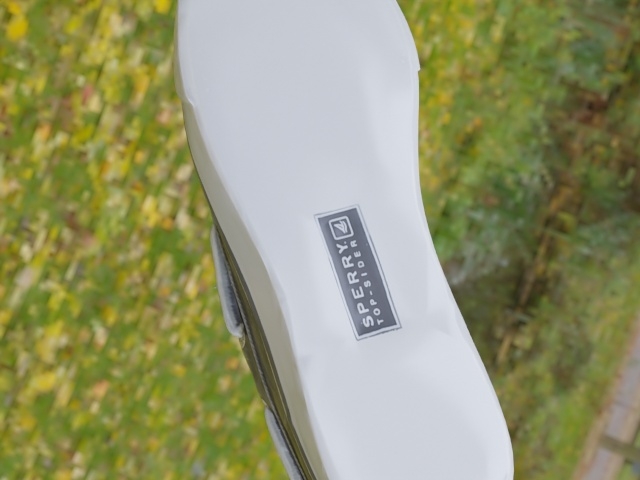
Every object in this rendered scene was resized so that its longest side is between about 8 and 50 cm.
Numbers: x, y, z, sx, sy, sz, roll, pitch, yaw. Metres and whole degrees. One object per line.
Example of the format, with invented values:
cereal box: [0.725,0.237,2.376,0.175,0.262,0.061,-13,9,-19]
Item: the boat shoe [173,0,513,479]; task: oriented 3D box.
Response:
boat shoe: [0.000,0.000,0.712,0.108,0.301,0.102,-13,164,-20]
